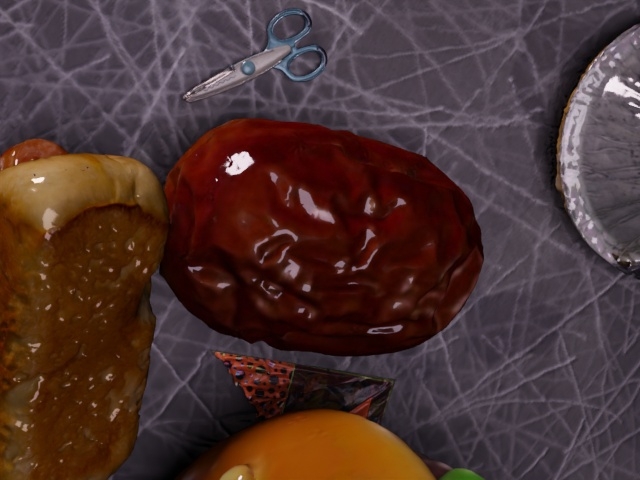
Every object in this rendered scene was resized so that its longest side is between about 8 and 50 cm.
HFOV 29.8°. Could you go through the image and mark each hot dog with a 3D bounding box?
[{"bbox_3d":[-0.204,0.049,0.861,0.150,0.153,0.257,-8,117,-43],"label":"hot dog"}]

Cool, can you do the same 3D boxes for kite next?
[{"bbox_3d":[0.012,0.151,1.024,0.125,0.008,0.222,-32,108,-10],"label":"kite"}]

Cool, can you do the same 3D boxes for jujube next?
[{"bbox_3d":[0.000,0.000,0.909,0.250,0.174,0.174,6,100,-28],"label":"jujube"}]

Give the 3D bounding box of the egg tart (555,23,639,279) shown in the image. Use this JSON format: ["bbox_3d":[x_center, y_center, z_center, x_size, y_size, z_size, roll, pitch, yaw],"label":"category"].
[{"bbox_3d":[0.311,-0.076,1.015,0.234,0.094,0.234,-3,100,-16],"label":"egg tart"}]

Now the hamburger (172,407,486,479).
[{"bbox_3d":[0.001,0.306,0.851,0.277,0.395,0.396,37,90,-32],"label":"hamburger"}]

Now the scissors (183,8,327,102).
[{"bbox_3d":[-0.053,-0.136,0.940,0.119,0.014,0.058,-26,103,-12],"label":"scissors"}]
